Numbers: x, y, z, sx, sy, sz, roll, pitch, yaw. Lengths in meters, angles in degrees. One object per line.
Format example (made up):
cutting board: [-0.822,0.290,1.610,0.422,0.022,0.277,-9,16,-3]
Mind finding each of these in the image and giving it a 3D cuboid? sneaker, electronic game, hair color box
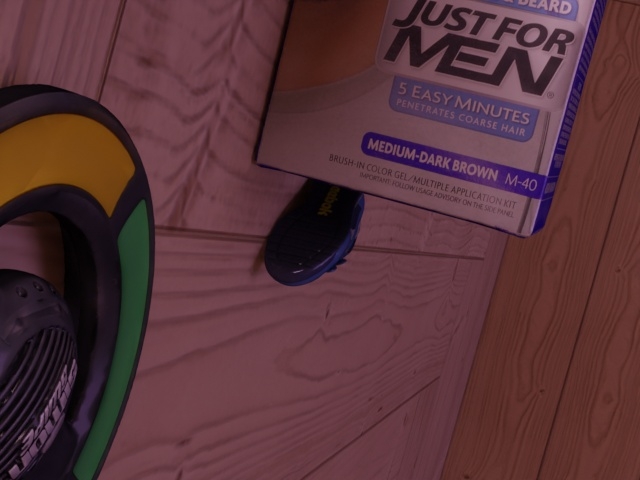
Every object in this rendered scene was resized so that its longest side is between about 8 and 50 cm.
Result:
sneaker: [0.000,0.000,0.797,0.144,0.053,0.059,-53,157,-53]
electronic game: [-0.121,0.056,0.393,0.229,0.048,0.229,16,90,-77]
hair color box: [0.094,-0.188,0.674,0.110,0.185,0.339,-8,113,-73]
